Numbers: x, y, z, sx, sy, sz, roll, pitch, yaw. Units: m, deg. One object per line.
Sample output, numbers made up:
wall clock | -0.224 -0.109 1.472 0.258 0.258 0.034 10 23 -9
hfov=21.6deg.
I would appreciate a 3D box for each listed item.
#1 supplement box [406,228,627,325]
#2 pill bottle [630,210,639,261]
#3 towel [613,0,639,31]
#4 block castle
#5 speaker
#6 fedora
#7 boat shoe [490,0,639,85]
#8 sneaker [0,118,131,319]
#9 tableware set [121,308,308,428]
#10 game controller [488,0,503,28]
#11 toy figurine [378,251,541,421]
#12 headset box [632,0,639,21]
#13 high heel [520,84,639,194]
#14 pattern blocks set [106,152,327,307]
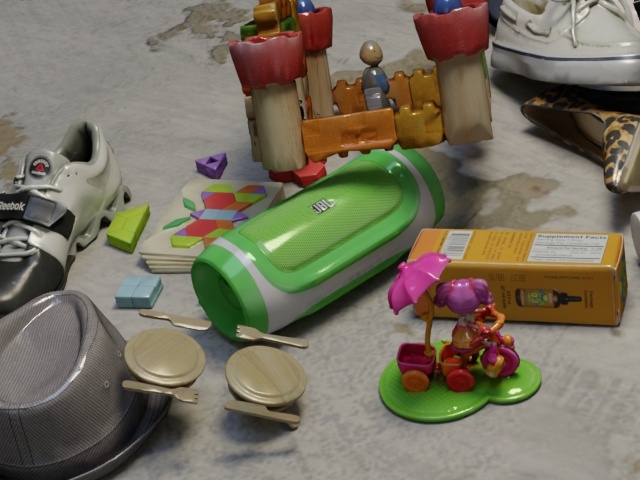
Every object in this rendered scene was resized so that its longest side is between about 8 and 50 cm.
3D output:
supplement box | 0.218 0.038 1.855 0.234 0.078 0.080 3 33 20
pill bottle | 0.427 -0.017 1.866 0.152 0.086 0.086 -13 33 -3
towel | 0.476 -0.378 2.305 0.332 0.053 0.317 -39 58 -16
block castle | 0.061 -0.235 2.063 0.303 0.212 0.453 -8 11 7
speaker | 0.000 0.000 1.935 0.297 0.131 0.131 -31 38 -27
fedora | -0.287 0.144 1.806 0.244 0.124 0.275 2 36 19
boat shoe | 0.329 -0.282 2.140 0.136 0.156 0.367 -2 12 -17
sneaker | -0.354 -0.032 2.076 0.123 0.146 0.330 5 38 21
tableware set | -0.112 0.142 1.770 0.194 0.039 0.128 11 39 -3
game controller | 0.388 -0.382 2.401 0.319 0.067 0.166 -6 58 9
toy figurine | 0.135 0.087 1.733 0.173 0.159 0.130 0 35 15
headset box | 0.489 -0.239 2.016 0.131 0.283 0.246 -15 29 24
high heel | 0.315 -0.117 2.048 0.186 0.093 0.261 0 28 21
pattern blocks set | -0.128 -0.022 2.096 0.286 0.026 0.324 -6 34 9
